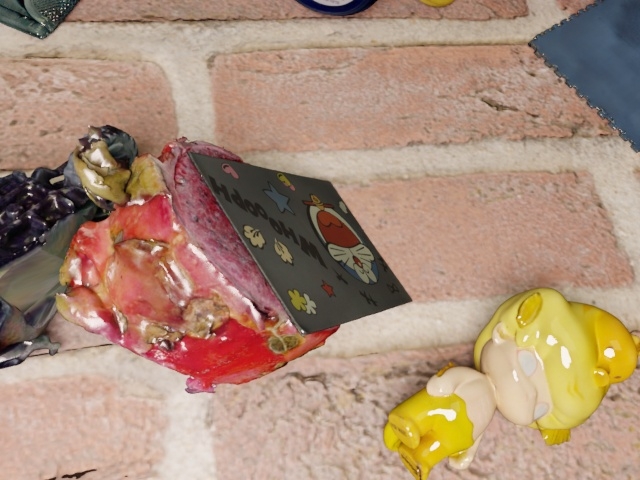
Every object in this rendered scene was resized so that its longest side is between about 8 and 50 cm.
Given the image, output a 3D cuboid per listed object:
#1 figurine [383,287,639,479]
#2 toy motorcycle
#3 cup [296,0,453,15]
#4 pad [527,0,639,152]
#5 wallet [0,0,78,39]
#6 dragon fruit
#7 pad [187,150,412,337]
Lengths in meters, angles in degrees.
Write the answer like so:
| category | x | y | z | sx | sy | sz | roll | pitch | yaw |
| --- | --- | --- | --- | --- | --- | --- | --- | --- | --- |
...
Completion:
| category | x | y | z | sx | sy | sz | roll | pitch | yaw |
| --- | --- | --- | --- | --- | --- | --- | --- | --- | --- |
| figurine | 0.175 | 0.128 | 0.506 | 0.247 | 0.131 | 0.156 | -20 | 105 | -19 |
| toy motorcycle | -0.254 | 0.014 | 0.485 | 0.106 | 0.159 | 0.270 | 28 | 48 | 10 |
| cup | 0.085 | -0.417 | 0.711 | 0.255 | 0.178 | 0.256 | 21 | 66 | 2 |
| pad | 0.467 | -0.243 | 0.785 | 0.269 | 0.012 | 0.269 | -31 | 74 | -21 |
| wallet | -0.338 | -0.305 | 0.668 | 0.088 | 0.026 | 0.129 | 23 | 64 | 2 |
| dragon fruit | -0.103 | 0.022 | 0.466 | 0.282 | 0.147 | 0.211 | 26 | 32 | -43 |
| pad | 0.000 | 0.000 | 0.499 | 0.006 | 0.246 | 0.170 | -39 | 73 | 21 |
